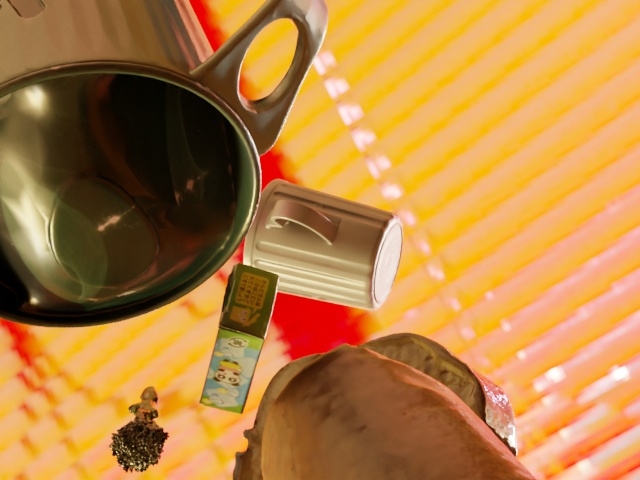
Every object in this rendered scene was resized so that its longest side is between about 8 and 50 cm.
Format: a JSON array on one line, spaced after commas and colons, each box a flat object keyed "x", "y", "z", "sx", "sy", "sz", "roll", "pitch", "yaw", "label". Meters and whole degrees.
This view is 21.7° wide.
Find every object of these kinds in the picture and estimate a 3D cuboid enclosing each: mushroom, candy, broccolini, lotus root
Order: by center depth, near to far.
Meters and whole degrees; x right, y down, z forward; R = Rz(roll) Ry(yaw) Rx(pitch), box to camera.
[{"x": 0.090, "y": 0.263, "z": 1.257, "sx": 0.224, "sy": 0.397, "sz": 0.313, "roll": -40, "pitch": -6, "yaw": 0, "label": "mushroom"}, {"x": -0.197, "y": 0.212, "z": 1.889, "sx": 0.067, "sy": 0.058, "sz": 0.216, "roll": -32, "pitch": 6, "yaw": 1, "label": "broccolini"}, {"x": -0.100, "y": 0.121, "z": 2.031, "sx": 0.062, "sy": 0.097, "sz": 0.194, "roll": 14, "pitch": -35, "yaw": -3, "label": "candy"}, {"x": 0.054, "y": 0.288, "z": 2.134, "sx": 0.390, "sy": 0.375, "sz": 0.111, "roll": -46, "pitch": -37, "yaw": 4, "label": "lotus root"}]

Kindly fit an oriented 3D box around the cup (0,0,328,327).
[{"x": -0.201, "y": -0.151, "z": 1.608, "sx": 0.401, "sy": 0.392, "sz": 0.310, "roll": -9, "pitch": -45, "yaw": -10, "label": "cup"}]

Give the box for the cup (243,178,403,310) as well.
[{"x": -0.002, "y": 0.014, "z": 2.445, "sx": 0.221, "sy": 0.202, "sz": 0.167, "roll": -25, "pitch": -54, "yaw": -68, "label": "cup"}]
